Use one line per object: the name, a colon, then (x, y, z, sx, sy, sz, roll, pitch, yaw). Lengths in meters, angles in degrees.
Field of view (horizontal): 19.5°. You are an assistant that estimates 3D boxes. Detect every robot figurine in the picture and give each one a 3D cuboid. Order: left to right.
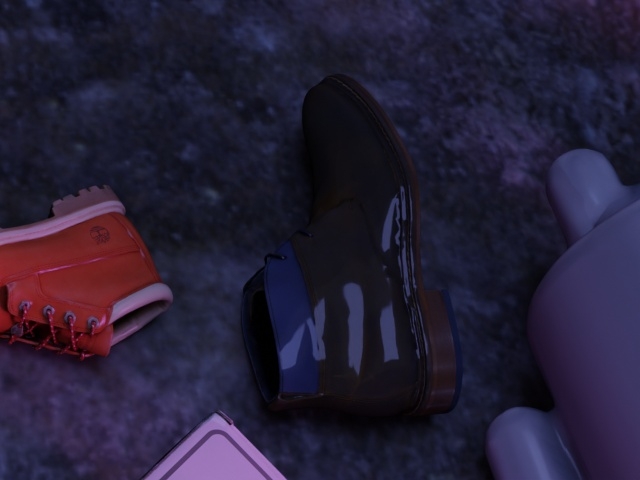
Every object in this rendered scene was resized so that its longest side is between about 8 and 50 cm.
robot figurine: (0.239, 0.097, 0.984, 0.300, 0.200, 0.353, -26, 62, 10)

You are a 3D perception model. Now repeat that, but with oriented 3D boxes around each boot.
boot: (-0.153, 0.034, 0.993, 0.158, 0.059, 0.084, -27, 73, -32)
boot: (0.000, 0.000, 1.049, 0.106, 0.082, 0.219, -5, 61, -24)

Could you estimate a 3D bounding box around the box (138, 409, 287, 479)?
box: (-0.094, 0.234, 0.838, 0.169, 0.087, 0.290, 45, 55, 1)
